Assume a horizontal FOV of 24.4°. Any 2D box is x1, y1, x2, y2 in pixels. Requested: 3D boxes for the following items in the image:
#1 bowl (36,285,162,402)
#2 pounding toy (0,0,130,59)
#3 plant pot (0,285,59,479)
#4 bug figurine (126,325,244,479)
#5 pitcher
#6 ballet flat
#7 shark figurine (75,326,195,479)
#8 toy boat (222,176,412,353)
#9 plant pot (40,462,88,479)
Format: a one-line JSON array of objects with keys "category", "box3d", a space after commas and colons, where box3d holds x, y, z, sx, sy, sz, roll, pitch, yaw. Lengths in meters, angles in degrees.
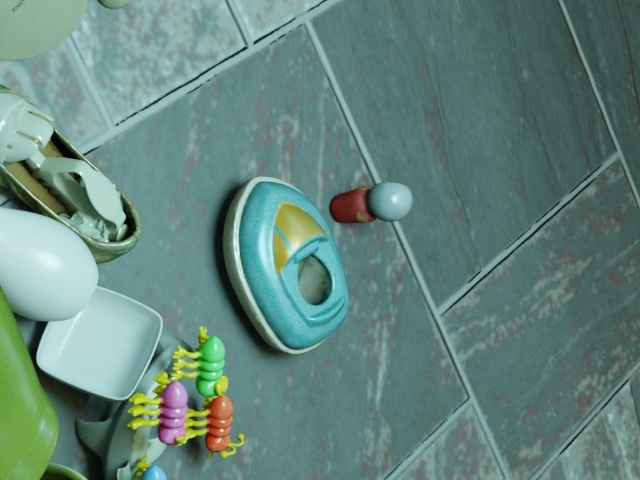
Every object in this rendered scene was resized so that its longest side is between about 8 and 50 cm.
[{"category": "bowl", "box3d": [-0.290, 0.138, 1.942, 0.142, 0.053, 0.142, 23, 63, -1]}, {"category": "pounding toy", "box3d": [-0.376, -0.347, 1.908, 0.237, 0.110, 0.183, -24, 138, -8]}, {"category": "plant pot", "box3d": [-0.473, 0.145, 1.628, 0.366, 0.367, 0.353, -57, 132, -32]}, {"category": "bug figurine", "box3d": [-0.175, 0.245, 1.936, 0.279, 0.072, 0.216, -46, 145, -56]}, {"category": "pitcher", "box3d": [-0.398, 0.037, 1.852, 0.207, 0.125, 0.177, 35, 93, -33]}, {"category": "ballet flat", "box3d": [-0.357, -0.102, 1.899, 0.348, 0.123, 0.123, 48, 55, -28]}, {"category": "shark figurine", "box3d": [-0.260, 0.231, 1.962, 0.166, 0.116, 0.278, 46, 57, -71]}, {"category": "toy boat", "box3d": [0.000, 0.000, 2.196, 0.318, 0.148, 0.267, -38, 110, -39]}, {"category": "plant pot", "box3d": [-0.267, 0.428, 1.776, 0.254, 0.276, 0.276, 30, 64, -50]}]
